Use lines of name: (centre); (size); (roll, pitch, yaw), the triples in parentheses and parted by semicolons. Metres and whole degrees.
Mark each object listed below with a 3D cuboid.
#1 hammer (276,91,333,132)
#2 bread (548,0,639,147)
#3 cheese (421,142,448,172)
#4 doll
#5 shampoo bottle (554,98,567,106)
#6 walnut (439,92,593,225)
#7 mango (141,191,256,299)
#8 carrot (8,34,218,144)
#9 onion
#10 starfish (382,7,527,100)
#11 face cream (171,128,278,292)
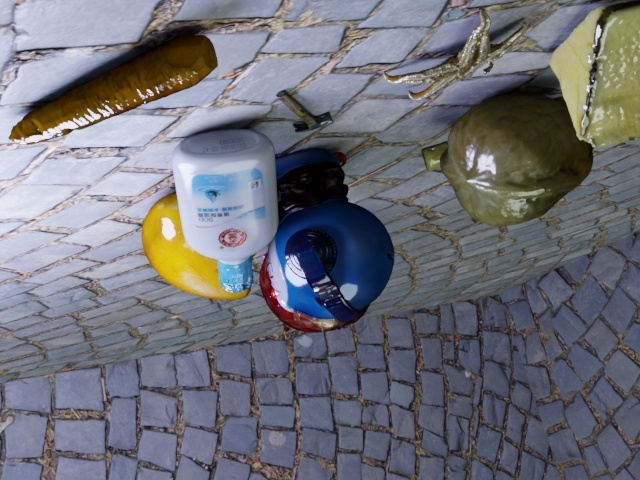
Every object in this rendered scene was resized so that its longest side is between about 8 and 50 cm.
hammer: (-0.036, -0.203, 1.723); (0.062, 0.017, 0.182); (-20, 165, 14)
bread: (0.527, -0.285, 1.723); (0.263, 0.198, 0.236); (-15, 160, -15)
cheese: (0.236, -0.161, 2.190); (0.060, 0.041, 0.084); (-19, 166, 1)
doll: (0.000, 0.000, 1.972); (0.240, 0.310, 0.284); (-22, 167, 13)
shampoo bottle: (0.396, -0.186, 2.208); (0.118, 0.076, 0.314); (-8, 165, -29)
walnut: (0.351, -0.152, 1.968); (0.283, 0.227, 0.283); (-2, -152, 1)
mango: (-0.216, 0.008, 2.028); (0.199, 0.201, 0.350); (-47, 156, 1)
carrot: (-0.275, -0.186, 1.401); (0.314, 0.066, 0.066); (-18, 168, 22)
onion: (-0.003, 0.083, 2.503); (0.276, 0.276, 0.276); (-16, 167, -4)
starfish: (0.200, -0.268, 1.671); (0.138, 0.050, 0.247); (-1, 158, -45)
face cream: (-0.151, -0.040, 1.815); (0.163, 0.080, 0.336); (-6, 139, -6)
